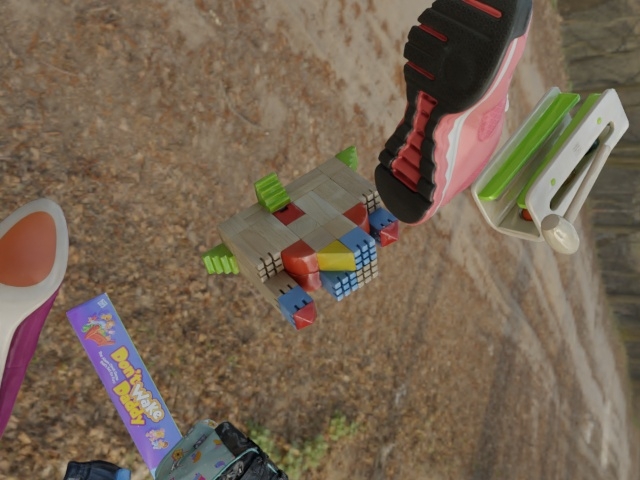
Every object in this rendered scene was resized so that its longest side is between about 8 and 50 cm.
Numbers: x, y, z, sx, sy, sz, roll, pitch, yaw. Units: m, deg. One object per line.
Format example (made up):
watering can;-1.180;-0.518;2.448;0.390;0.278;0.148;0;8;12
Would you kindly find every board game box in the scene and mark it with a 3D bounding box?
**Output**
board game box;-0.365;0.269;1.355;0.078;0.233;0.347;-28;95;-17

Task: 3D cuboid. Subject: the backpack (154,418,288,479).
backpack;-0.161;0.368;1.025;0.188;0.144;0.166;-48;136;-18

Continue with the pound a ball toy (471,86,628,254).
pound a ball toy;0.412;-0.105;1.189;0.319;0.208;0.135;-50;126;-17

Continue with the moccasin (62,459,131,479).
moccasin;-0.428;0.445;1.137;0.117;0.342;0.137;31;23;-23

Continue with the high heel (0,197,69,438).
high heel;-0.461;0.126;1.022;0.181;0.127;0.377;137;-27;-63

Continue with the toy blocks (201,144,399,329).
toy blocks;0.000;0.000;1.346;0.381;0.261;0.190;-33;139;-21

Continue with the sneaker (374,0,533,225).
sneaker;0.163;-0.164;0.813;0.136;0.116;0.313;-22;145;-37
